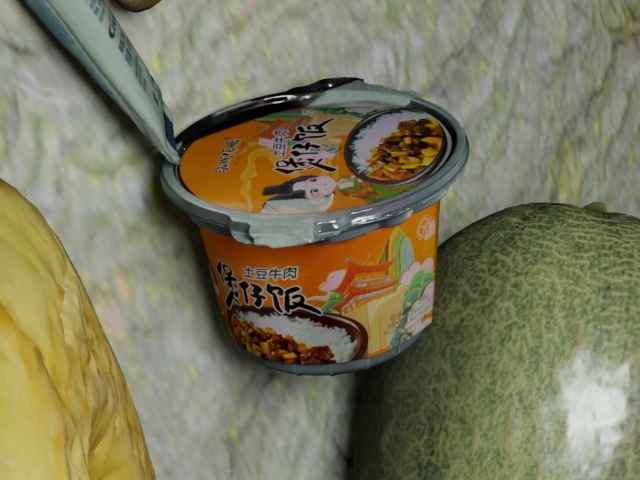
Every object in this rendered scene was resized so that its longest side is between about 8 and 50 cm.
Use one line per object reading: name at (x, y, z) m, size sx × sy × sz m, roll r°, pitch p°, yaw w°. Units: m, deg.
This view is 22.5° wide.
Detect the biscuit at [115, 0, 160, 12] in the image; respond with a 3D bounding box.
biscuit at (-0.118, -0.250, 0.882) m, size 0.208 × 0.047 × 0.164 m, roll 50°, pitch 55°, yaw -34°

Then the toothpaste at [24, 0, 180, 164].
toothpaste at (-0.137, -0.129, 0.870) m, size 0.216 × 0.037 × 0.062 m, roll 53°, pitch 17°, yaw -34°

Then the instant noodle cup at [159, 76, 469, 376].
instant noodle cup at (0.000, 0.000, 0.949) m, size 0.208 × 0.178 × 0.125 m, roll -47°, pitch 139°, yaw -51°

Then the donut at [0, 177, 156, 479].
donut at (-0.158, 0.164, 0.627) m, size 0.449 × 0.198 × 0.448 m, roll -11°, pitch 90°, yaw -89°

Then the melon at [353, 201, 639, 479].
melon at (0.142, 0.134, 1.039) m, size 0.249 × 0.249 × 0.329 m, roll 24°, pitch 81°, yaw -46°
